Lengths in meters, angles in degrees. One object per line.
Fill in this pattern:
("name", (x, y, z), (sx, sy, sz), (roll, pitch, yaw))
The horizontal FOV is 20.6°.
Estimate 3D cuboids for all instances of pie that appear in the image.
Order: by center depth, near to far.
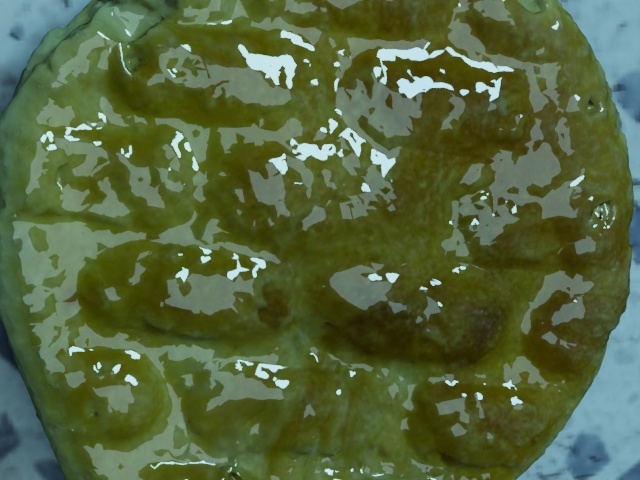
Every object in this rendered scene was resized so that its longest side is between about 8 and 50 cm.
("pie", (0.000, 0.000, 0.847), (0.340, 0.083, 0.339), (-2, 97, -15))
